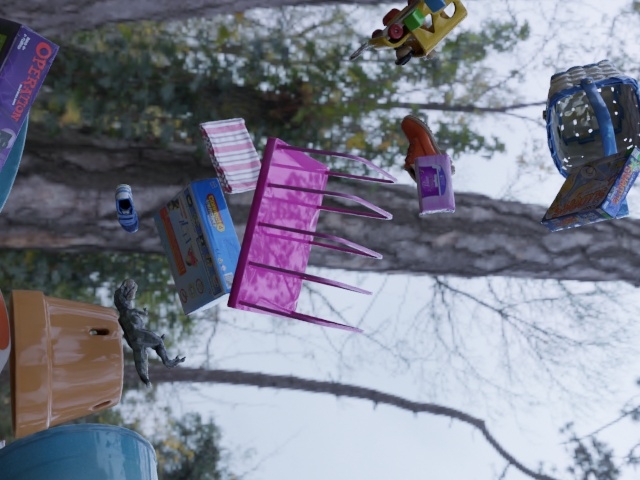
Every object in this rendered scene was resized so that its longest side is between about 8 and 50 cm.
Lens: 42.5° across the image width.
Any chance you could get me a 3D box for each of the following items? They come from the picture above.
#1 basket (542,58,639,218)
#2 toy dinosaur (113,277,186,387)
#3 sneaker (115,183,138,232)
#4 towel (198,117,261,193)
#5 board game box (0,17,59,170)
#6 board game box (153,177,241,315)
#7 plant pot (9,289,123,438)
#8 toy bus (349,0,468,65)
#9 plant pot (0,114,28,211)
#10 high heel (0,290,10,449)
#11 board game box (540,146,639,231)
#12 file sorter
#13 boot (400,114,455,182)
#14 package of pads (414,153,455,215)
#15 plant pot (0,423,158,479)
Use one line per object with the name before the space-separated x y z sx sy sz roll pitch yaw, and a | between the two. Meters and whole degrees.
basket | 0.568 -0.215 1.684 0.289 0.201 0.255 -91 162 -55
toy dinosaur | -0.320 0.191 1.527 0.064 0.118 0.268 -41 -133 12
sneaker | -0.514 -0.075 2.174 0.059 0.053 0.144 -116 -164 -53
towel | -0.217 -0.220 2.100 0.029 0.144 0.197 -27 -96 44
board game box | -0.407 -0.144 0.855 0.347 0.056 0.208 25 -95 43
board game box | -0.327 0.023 2.244 0.302 0.086 0.308 -28 -101 57
plant pot | -0.514 0.241 1.655 0.291 0.203 0.291 180 -90 -67
toy bus | 0.180 -0.389 1.546 0.202 0.104 0.191 -30 -159 36
plant pot | -0.600 -0.165 1.277 0.290 0.195 0.290 -165 -90 -86
high heel | -0.624 0.231 1.369 0.127 0.181 0.377 90 -6 -68
board game box | 0.500 -0.090 1.516 0.136 0.035 0.201 -57 -171 -14
file sorter | 0.000 0.000 1.402 0.182 0.202 0.291 11 -95 29
boot | 0.189 -0.178 1.624 0.158 0.084 0.059 59 -12 22
package of pads | 0.162 -0.079 1.171 0.032 0.050 0.083 75 10 -85
plant pot | -0.340 0.441 1.142 0.255 0.271 0.272 -115 -147 -42
